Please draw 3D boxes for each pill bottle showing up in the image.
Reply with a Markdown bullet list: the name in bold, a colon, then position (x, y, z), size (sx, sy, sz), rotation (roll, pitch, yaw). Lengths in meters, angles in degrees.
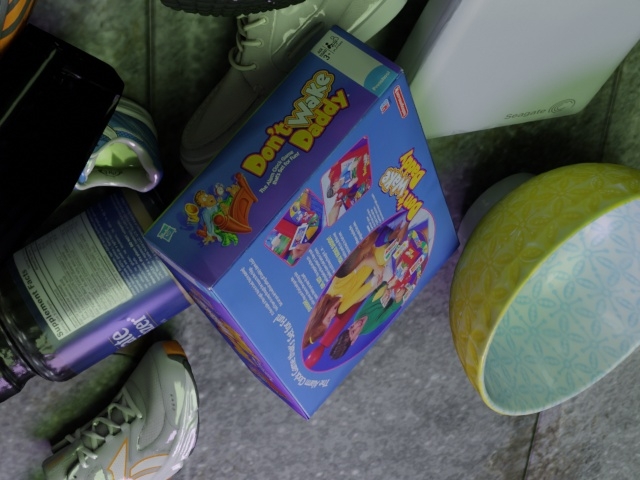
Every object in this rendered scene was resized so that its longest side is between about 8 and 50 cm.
- **pill bottle**: position (-0.213, 0.047, 1.282), size (0.219, 0.123, 0.123), rotation (-32, 136, -3)

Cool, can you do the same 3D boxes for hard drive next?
- **hard drive**: position (0.199, -0.205, 1.257), size (0.233, 0.047, 0.353), rotation (-11, 157, -22)

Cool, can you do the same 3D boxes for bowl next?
- **bowl**: position (0.230, 0.020, 1.482), size (0.289, 0.156, 0.289), rotation (-25, 142, -21)

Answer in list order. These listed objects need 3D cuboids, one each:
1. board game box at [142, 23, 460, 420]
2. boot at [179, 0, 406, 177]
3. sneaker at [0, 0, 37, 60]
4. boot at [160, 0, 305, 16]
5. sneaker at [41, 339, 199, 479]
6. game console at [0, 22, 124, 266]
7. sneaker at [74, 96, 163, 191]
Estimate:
- **board game box**: position (0.000, 0.000, 1.283), size (0.233, 0.078, 0.347), rotation (-48, 155, -10)
- **boot**: position (-0.049, -0.175, 1.222), size (0.258, 0.095, 0.123), rotation (-46, 130, 1)
- **sneaker**: position (-0.164, -0.249, 1.053), size (0.180, 0.124, 0.321), rotation (3, 125, -31)
- **boot**: position (-0.023, -0.266, 1.123), size (0.246, 0.161, 0.083), rotation (-12, 176, -21)
- **sneaker**: position (-0.207, 0.208, 1.449), size (0.121, 0.099, 0.262), rotation (7, 122, -29)
- **game console**: position (-0.281, -0.075, 0.999), size (0.213, 0.044, 0.361), rotation (-51, 155, 7)
- **sneaker**: position (-0.217, -0.091, 1.189), size (0.211, 0.081, 0.080), rotation (9, 123, -34)
